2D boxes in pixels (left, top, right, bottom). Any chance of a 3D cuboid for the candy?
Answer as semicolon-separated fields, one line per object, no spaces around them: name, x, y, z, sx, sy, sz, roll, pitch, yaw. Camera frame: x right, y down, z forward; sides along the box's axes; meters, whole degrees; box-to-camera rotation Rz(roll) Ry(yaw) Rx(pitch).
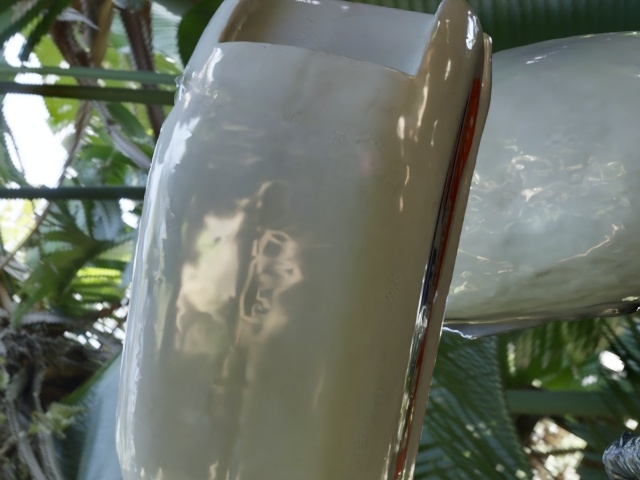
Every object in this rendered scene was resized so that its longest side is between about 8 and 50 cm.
candy;0.180;-0.068;0.924;0.426;0.386;0.186;-16;-68;13

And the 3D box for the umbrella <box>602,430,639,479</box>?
umbrella;0.278;0.168;0.799;0.050;0.188;0.046;16;-107;-5

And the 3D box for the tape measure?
tape measure;0.000;0.000;0.479;0.265;0.130;0.258;21;-98;-78
